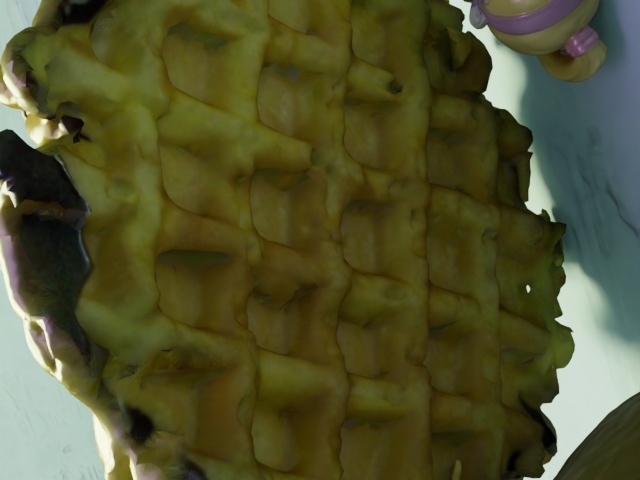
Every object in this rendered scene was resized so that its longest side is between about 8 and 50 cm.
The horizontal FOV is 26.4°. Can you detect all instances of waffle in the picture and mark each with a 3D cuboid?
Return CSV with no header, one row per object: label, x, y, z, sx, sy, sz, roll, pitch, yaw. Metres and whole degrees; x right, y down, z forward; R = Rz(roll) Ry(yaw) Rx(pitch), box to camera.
waffle,0.000,0.000,0.730,0.095,0.380,0.382,-13,108,45

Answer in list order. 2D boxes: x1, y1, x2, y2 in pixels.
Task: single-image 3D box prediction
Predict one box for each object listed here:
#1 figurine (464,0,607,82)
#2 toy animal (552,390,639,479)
figurine,0.091,-0.160,0.747,0.187,0.083,0.083,48,154,33
toy animal,0.126,0.200,0.629,0.180,0.363,0.181,26,141,43
